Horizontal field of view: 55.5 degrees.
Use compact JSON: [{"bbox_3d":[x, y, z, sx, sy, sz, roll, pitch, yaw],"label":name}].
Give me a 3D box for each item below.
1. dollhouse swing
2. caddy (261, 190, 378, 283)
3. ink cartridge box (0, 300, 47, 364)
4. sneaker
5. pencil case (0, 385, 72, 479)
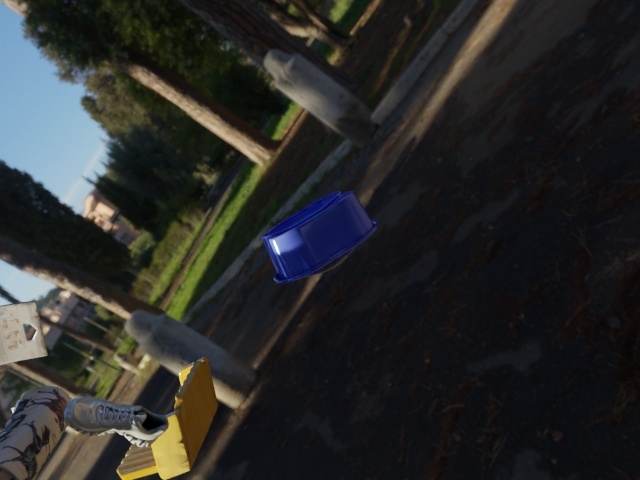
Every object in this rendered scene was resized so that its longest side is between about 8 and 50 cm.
[{"bbox_3d":[-0.559,0.620,2.125,0.347,0.305,0.314,-72,-24,-67],"label":"dollhouse swing"},{"bbox_3d":[0.000,0.000,1.737,0.341,0.179,0.241,-31,11,-11],"label":"caddy"},{"bbox_3d":[-1.040,0.291,1.959,0.066,0.261,0.296,59,149,39],"label":"ink cartridge box"},{"bbox_3d":[-0.556,0.488,1.680,0.118,0.292,0.110,-30,47,37],"label":"sneaker"},{"bbox_3d":[-0.831,0.568,1.670,0.184,0.159,0.410,-23,16,3],"label":"pencil case"}]
